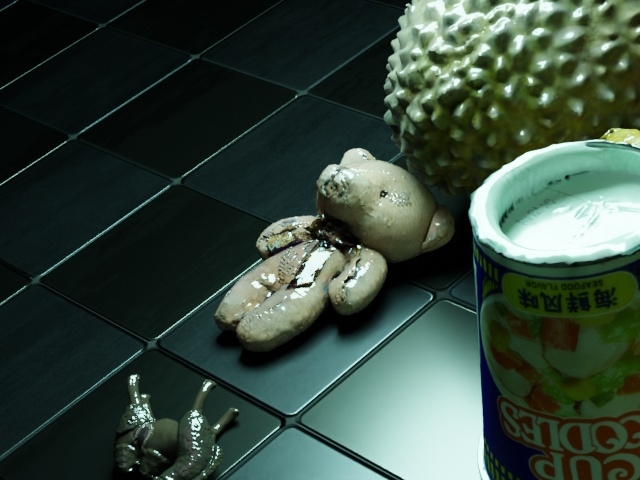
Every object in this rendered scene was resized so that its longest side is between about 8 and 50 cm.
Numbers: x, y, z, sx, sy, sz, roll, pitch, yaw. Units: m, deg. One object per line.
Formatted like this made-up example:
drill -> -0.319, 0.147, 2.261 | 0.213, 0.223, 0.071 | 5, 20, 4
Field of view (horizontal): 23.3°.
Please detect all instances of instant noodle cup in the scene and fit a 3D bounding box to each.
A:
instant noodle cup -> 0.260, 0.083, 1.473 | 0.284, 0.312, 0.284 | -10, 35, 7

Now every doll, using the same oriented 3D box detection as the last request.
doll -> 0.000, 0.000, 1.838 | 0.303, 0.156, 0.201 | -38, 46, -22
doll -> -0.166, 0.221, 1.678 | 0.139, 0.057, 0.165 | 2, 43, 19

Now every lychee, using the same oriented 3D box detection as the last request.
lychee -> 0.279, -0.209, 1.821 | 0.432, 0.380, 0.380 | -30, 37, -13

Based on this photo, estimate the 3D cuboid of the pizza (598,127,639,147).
pizza -> 0.425, -0.023, 1.559 | 0.287, 0.075, 0.280 | 25, 8, -8
